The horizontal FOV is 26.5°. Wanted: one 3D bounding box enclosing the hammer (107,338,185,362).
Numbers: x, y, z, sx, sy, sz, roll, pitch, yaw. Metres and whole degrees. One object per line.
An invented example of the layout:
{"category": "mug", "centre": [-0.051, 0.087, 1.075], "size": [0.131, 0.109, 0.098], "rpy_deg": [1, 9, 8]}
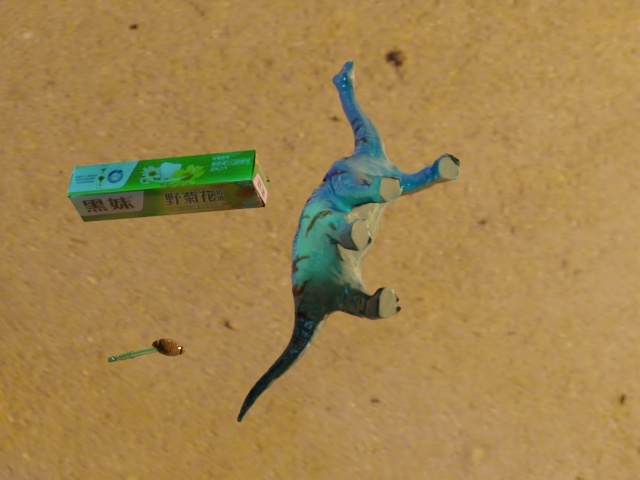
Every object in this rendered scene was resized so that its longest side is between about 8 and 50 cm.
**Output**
{"category": "hammer", "centre": [-0.150, 0.094, 1.140], "size": [0.029, 0.123, 0.014], "rpy_deg": [17, 73, -28]}

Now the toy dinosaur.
{"category": "toy dinosaur", "centre": [0.023, -0.012, 1.075], "size": [0.076, 0.144, 0.329], "rpy_deg": [29, 66, -37]}

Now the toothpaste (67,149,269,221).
{"category": "toothpaste", "centre": [-0.137, -0.048, 1.232], "size": [0.043, 0.179, 0.037], "rpy_deg": [67, 23, -54]}
